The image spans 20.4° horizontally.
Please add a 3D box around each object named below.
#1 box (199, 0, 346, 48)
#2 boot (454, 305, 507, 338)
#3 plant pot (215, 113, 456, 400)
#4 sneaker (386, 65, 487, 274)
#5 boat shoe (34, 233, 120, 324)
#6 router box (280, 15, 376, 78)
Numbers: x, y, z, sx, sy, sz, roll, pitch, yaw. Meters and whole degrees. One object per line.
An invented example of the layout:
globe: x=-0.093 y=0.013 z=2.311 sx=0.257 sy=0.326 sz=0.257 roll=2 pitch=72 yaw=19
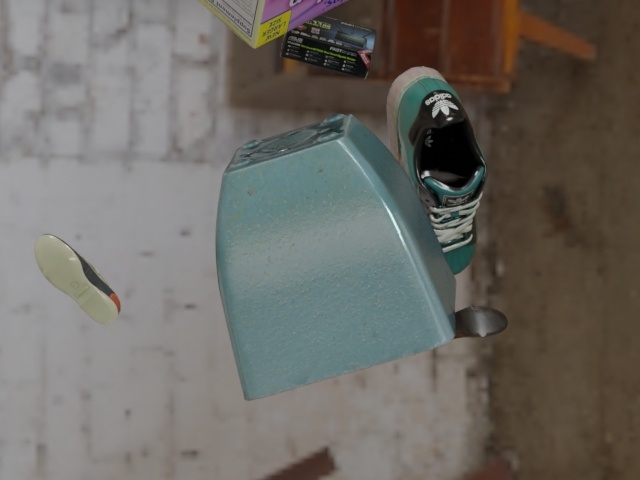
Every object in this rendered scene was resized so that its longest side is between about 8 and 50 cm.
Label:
box: x=-0.022 y=-0.385 z=2.109 sx=0.117 sy=0.213 sz=0.243 roll=43 pitch=143 yaw=22
boot: x=0.165 y=0.105 z=2.122 sx=0.114 sy=0.106 sz=0.037 roll=93 pitch=176 yaw=-79
plant pot: x=0.000 y=0.000 z=2.039 sx=0.248 sy=0.247 sz=0.252 roll=-73 pitch=-36 yaw=-74
sneaker: x=0.149 y=-0.061 z=2.203 sx=0.121 sy=0.108 sz=0.302 roll=-122 pitch=15 yaw=-52
boat shoe: x=-0.288 y=0.042 z=2.114 sx=0.049 sy=0.137 sz=0.043 roll=-37 pitch=18 yaw=17
router box: x=0.012 y=-0.265 z=2.389 sx=0.092 sy=0.122 sz=0.038 roll=-80 pitch=6 yaw=-62
